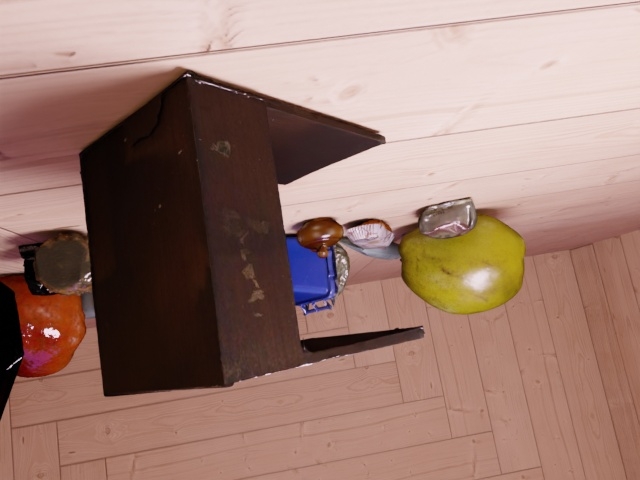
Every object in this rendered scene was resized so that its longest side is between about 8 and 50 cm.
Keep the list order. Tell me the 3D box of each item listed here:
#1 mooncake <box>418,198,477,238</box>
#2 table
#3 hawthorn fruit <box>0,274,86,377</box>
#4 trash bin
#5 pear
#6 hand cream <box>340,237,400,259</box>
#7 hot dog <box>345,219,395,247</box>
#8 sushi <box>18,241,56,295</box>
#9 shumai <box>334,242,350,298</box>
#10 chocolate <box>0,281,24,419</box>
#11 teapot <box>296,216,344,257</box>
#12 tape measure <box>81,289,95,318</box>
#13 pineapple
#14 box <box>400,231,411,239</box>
[{"bbox_3d":[0.281,-0.041,1.113,0.130,0.073,0.125,-10,172,13],"label":"mooncake"},{"bbox_3d":[-0.063,0.008,0.532,0.196,0.250,0.282,-19,168,40],"label":"table"},{"bbox_3d":[-0.638,0.171,1.057,0.224,0.224,0.261,-16,157,33],"label":"hawthorn fruit"},{"bbox_3d":[-0.086,0.075,1.142,0.235,0.183,0.163,6,161,-40],"label":"trash bin"},{"bbox_3d":[0.347,0.056,1.249,0.307,0.252,0.253,2,174,15],"label":"pear"},{"bbox_3d":[0.146,0.025,1.388,0.085,0.058,0.331,24,-170,30],"label":"hand cream"},{"bbox_3d":[0.116,-0.014,1.172,0.099,0.053,0.192,-14,167,20],"label":"hot dog"},{"bbox_3d":[-0.475,0.052,0.875,0.056,0.083,0.084,-9,169,-7],"label":"sushi"},{"bbox_3d":[0.010,0.070,1.342,0.184,0.184,0.142,-13,-166,20],"label":"shumai"},{"bbox_3d":[-0.722,0.197,0.763,0.384,0.383,0.331,-14,162,26],"label":"chocolate"},{"bbox_3d":[0.000,0.000,1.049,0.098,0.078,0.129,-7,170,-12],"label":"teapot"},{"bbox_3d":[-0.454,0.131,1.229,0.246,0.125,0.243,-18,168,37],"label":"tape measure"},{"bbox_3d":[-0.403,0.039,0.854,0.108,0.108,0.198,-8,180,-6],"label":"pineapple"},{"bbox_3d":[0.305,0.039,1.428,0.130,0.129,0.051,-4,169,-28],"label":"box"}]
